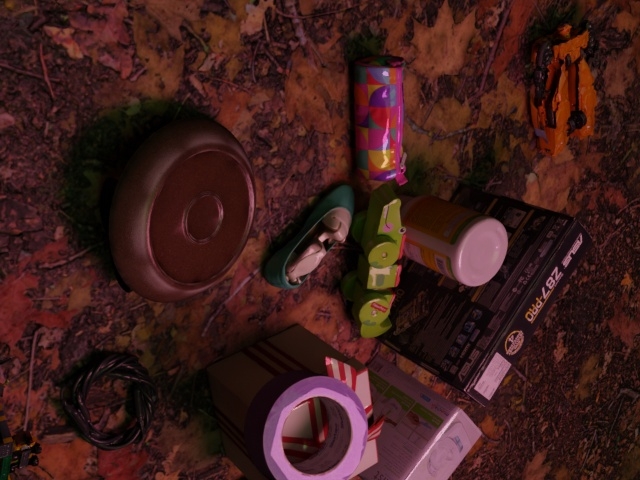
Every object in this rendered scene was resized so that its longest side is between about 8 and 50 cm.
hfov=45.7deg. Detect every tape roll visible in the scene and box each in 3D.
[{"bbox_3d":[-0.023,0.309,1.234,0.189,0.080,0.188,1,87,-27],"label":"tape roll"}]

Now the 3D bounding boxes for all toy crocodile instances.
[{"bbox_3d":[0.113,0.051,1.487,0.105,0.115,0.340,-4,120,-19],"label":"toy crocodile"}]

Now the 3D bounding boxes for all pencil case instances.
[{"bbox_3d":[0.116,-0.225,1.420,0.105,0.104,0.236,-20,118,-30],"label":"pencil case"}]

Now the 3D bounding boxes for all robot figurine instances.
[{"bbox_3d":[0.541,-0.346,1.700,0.211,0.085,0.290,-29,123,-25],"label":"robot figurine"}]

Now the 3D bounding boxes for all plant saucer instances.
[{"bbox_3d":[-0.202,-0.041,1.229,0.311,0.050,0.310,-26,125,-45],"label":"plant saucer"}]

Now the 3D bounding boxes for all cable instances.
[{"bbox_3d":[-0.353,0.279,1.305,0.151,0.047,0.184,-40,124,-24],"label":"cable"}]

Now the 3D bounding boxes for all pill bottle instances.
[{"bbox_3d":[0.232,-0.012,1.491,0.136,0.246,0.136,-15,116,-33],"label":"pill bottle"}]

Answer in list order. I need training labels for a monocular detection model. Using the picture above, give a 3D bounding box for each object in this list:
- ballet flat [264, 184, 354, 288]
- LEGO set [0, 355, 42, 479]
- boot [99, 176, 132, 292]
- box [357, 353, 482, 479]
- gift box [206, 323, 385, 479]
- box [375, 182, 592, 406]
[{"bbox_3d":[0.000,0.000,1.427,0.247,0.087,0.083,-48,128,-13],"label":"ballet flat"},{"bbox_3d":[-0.590,0.283,1.075,0.332,0.192,0.254,-15,145,-29],"label":"LEGO set"},{"bbox_3d":[-0.275,-0.027,1.231,0.137,0.077,0.197,-24,132,-34],"label":"boot"},{"bbox_3d":[0.154,0.404,1.585,0.231,0.262,0.126,-51,129,-11],"label":"box"},{"bbox_3d":[-0.054,0.319,1.399,0.255,0.258,0.276,-28,123,-26],"label":"gift box"},{"bbox_3d":[0.310,0.094,1.545,0.097,0.318,0.394,39,82,-39],"label":"box"}]
